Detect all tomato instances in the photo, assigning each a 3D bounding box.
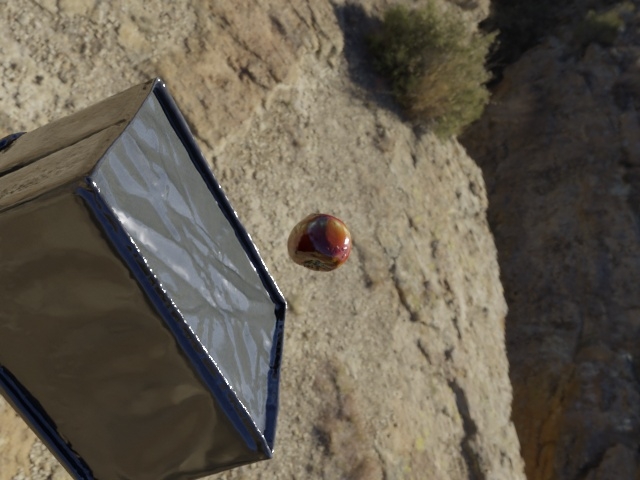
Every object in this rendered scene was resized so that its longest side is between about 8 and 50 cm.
[{"bbox_3d":[0.000,0.000,0.912,0.087,0.087,0.075,33,61,-39],"label":"tomato"}]

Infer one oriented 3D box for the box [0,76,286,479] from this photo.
[{"bbox_3d":[-0.196,0.054,0.704,0.251,0.204,0.345,-88,155,-59],"label":"box"}]
